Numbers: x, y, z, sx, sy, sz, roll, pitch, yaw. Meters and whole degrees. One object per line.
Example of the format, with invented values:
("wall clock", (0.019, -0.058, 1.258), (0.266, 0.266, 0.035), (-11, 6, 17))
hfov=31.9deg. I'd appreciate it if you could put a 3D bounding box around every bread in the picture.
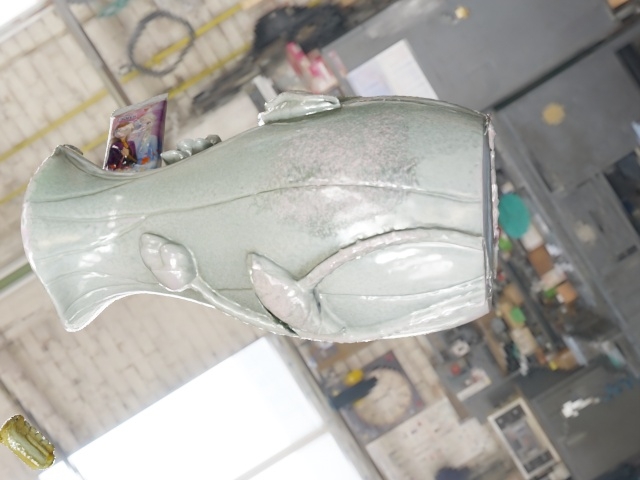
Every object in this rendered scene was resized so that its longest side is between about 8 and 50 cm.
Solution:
("bread", (-0.399, 0.278, 1.526), (0.088, 0.033, 0.049), (45, -144, -19))

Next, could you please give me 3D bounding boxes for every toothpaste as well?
("toothpaste", (-0.259, -0.097, 1.550), (0.061, 0.096, 0.266), (55, -154, -49))

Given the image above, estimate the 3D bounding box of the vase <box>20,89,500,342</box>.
("vase", (-0.054, -0.014, 1.073), (0.250, 0.445, 0.250), (-3, -90, -79))
